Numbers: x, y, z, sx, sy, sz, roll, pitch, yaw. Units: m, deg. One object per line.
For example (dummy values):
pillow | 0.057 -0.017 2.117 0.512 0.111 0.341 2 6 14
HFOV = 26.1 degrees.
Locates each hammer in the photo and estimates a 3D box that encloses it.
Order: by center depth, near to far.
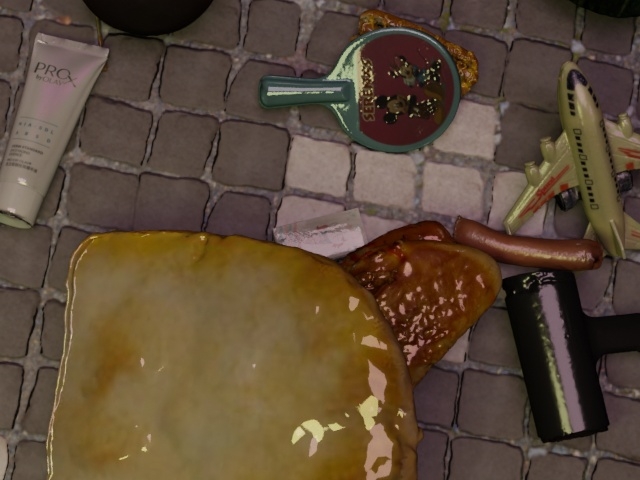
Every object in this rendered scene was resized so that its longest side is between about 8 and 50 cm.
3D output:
hammer | -0.271 -0.265 1.684 0.029 0.014 0.122 -6 81 -10

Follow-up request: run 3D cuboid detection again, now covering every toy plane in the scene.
toy plane | 0.323 -0.089 1.639 0.242 0.104 0.256 -17 97 1

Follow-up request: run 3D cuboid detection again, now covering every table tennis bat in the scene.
table tennis bat | 0.047 -0.181 1.665 0.244 0.040 0.152 0 105 2

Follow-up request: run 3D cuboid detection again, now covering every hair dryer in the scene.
hair dryer | 0.352 0.121 1.624 0.251 0.089 0.197 -8 79 -13

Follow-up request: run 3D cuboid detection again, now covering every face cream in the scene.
face cream | -0.328 -0.130 1.632 0.092 0.058 0.243 14 72 2

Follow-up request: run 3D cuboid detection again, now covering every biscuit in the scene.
biscuit | -0.106 0.197 1.490 0.446 0.104 0.429 -2 79 19

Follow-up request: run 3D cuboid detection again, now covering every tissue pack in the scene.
tissue pack | 0.000 0.000 1.645 0.108 0.023 0.056 -15 80 -8

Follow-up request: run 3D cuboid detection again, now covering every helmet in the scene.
helmet | -0.203 -0.346 1.625 0.189 0.193 0.216 3 112 -13

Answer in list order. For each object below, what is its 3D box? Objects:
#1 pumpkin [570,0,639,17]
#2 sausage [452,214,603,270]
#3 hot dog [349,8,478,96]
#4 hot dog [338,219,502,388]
pumpkin | 0.365 -0.373 1.687 0.212 0.152 0.211 -2 66 4
sausage | 0.243 0.007 1.619 0.177 0.040 0.047 9 110 10
hot dog | 0.117 -0.226 1.691 0.165 0.045 0.071 24 76 1
hot dog | 0.075 0.081 1.575 0.153 0.150 0.256 45 79 -4
